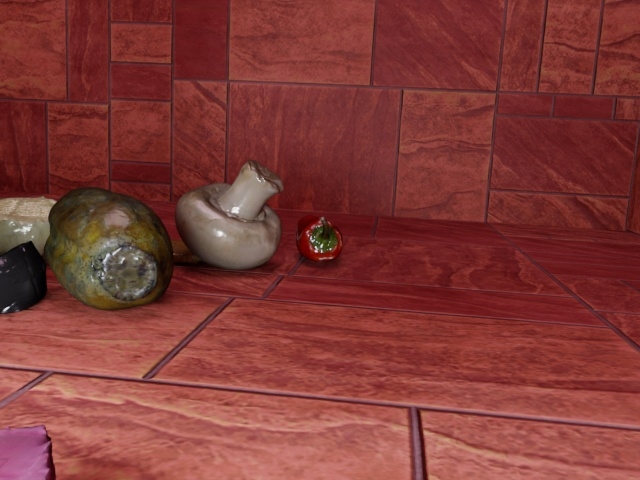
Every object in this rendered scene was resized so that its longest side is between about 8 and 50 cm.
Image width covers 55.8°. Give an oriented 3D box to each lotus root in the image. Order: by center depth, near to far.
[{"bbox_3d":[-0.435,0.018,1.261,0.251,0.250,0.346,-3,16,-31],"label":"lotus root"}]

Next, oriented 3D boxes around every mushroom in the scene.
[{"bbox_3d":[-0.232,-0.079,1.617,0.298,0.289,0.297,23,22,-10],"label":"mushroom"}]

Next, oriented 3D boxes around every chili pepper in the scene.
[{"bbox_3d":[0.003,0.004,1.754,0.135,0.131,0.338,27,1,-11],"label":"chili pepper"}]

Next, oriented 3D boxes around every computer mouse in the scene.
[{"bbox_3d":[-0.591,0.072,1.188,0.074,0.121,0.217,-9,12,-2],"label":"computer mouse"}]

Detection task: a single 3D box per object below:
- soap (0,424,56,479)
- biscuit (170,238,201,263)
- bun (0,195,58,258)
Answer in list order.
[{"bbox_3d":[-0.275,0.227,0.420,0.162,0.099,0.250,-3,8,10],"label":"soap"},{"bbox_3d":[-0.398,0.031,1.753,0.254,0.035,0.254,4,10,-1],"label":"biscuit"},{"bbox_3d":[-0.781,-0.021,1.599,0.260,0.152,0.259,8,20,-3],"label":"bun"}]
